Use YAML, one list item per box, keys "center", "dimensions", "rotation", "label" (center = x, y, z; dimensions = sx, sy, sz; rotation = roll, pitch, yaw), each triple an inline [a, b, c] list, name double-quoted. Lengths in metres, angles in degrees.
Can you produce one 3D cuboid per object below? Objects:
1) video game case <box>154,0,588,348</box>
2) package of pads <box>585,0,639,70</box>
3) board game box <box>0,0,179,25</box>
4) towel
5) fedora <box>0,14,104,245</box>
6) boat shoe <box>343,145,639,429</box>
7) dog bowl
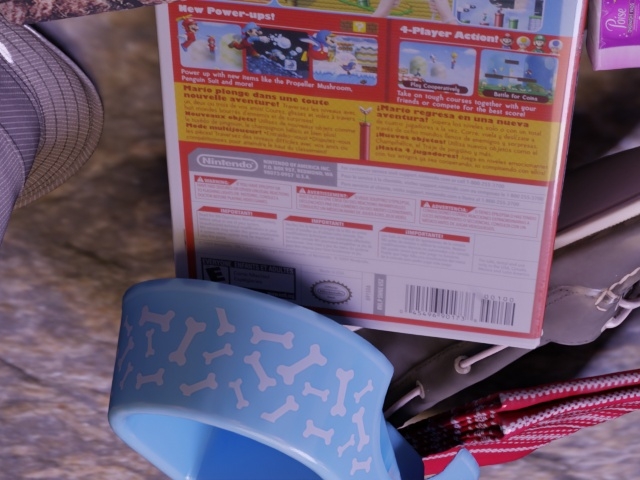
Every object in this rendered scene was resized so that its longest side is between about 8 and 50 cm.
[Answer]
- center: [0.022, -0.066, 0.755]
  dimensions: [0.204, 0.025, 0.285]
  rotation: [7, 132, 8]
  label: "video game case"
- center: [0.160, -0.121, 0.770]
  dimensions: [0.050, 0.032, 0.083]
  rotation: [-6, 146, 4]
  label: "package of pads"
- center: [-0.021, -0.210, 0.493]
  dimensions: [0.291, 0.141, 0.232]
  rotation: [-5, 148, 23]
  label: "board game box"
- center: [0.136, 0.129, 1.046]
  dimensions: [0.198, 0.031, 0.275]
  rotation: [-7, 167, -27]
  label: "towel"
- center: [-0.253, -0.035, 0.803]
  dimensions: [0.243, 0.124, 0.275]
  rotation: [-23, 141, 30]
  label: "fedora"
- center: [0.120, 0.035, 0.913]
  dimensions: [0.335, 0.112, 0.095]
  rotation: [-26, 103, 41]
  label: "boat shoe"
- center: [-0.017, 0.123, 0.907]
  dimensions: [0.166, 0.074, 0.297]
  rotation: [4, 152, 30]
  label: "dog bowl"
